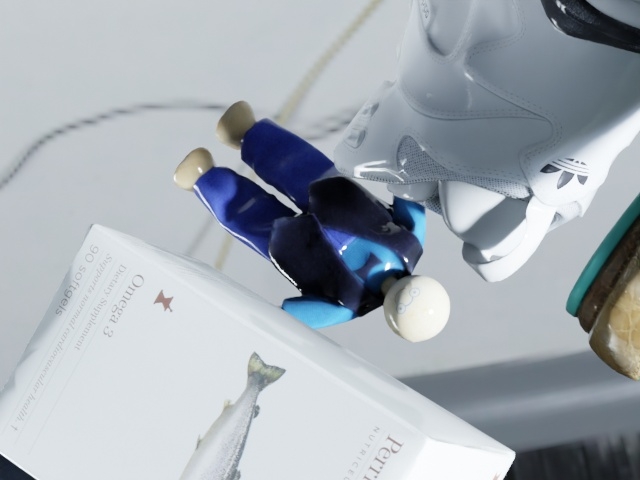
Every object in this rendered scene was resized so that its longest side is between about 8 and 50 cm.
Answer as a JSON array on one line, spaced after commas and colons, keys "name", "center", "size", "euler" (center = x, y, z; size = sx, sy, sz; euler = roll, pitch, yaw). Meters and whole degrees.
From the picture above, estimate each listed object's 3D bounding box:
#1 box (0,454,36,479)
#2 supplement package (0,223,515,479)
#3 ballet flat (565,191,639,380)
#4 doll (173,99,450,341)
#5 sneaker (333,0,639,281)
[{"name": "box", "center": [-0.231, 0.212, 1.042], "size": [0.343, 0.179, 0.312], "euler": [39, 154, 7]}, {"name": "supplement package", "center": [-0.030, 0.085, 0.816], "size": [0.105, 0.179, 0.105], "euler": [-61, 154, 2]}, {"name": "ballet flat", "center": [0.244, -0.073, 0.889], "size": [0.124, 0.116, 0.342], "euler": [31, 84, 10]}, {"name": "doll", "center": [0.000, 0.000, 1.136], "size": [0.129, 0.189, 0.046], "euler": [-49, 152, -8]}, {"name": "sneaker", "center": [0.081, -0.138, 1.121], "size": [0.137, 0.366, 0.210], "euler": [19, 112, -31]}]
